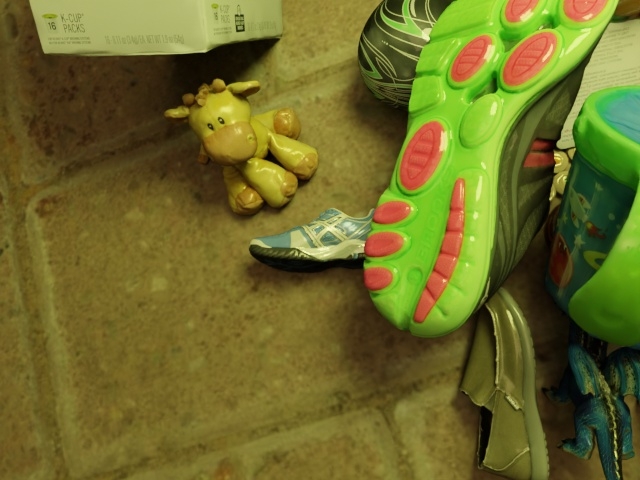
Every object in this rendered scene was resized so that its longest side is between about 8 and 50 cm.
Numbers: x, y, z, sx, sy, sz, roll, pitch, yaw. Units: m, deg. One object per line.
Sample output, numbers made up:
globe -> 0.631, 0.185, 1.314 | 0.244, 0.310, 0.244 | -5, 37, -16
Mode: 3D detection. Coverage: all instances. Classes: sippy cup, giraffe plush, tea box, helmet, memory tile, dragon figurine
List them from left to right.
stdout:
tea box -> -0.200, -0.426, 0.585 | 0.219, 0.329, 0.324 | 3, 118, 10
giraffe plush -> -0.120, -0.156, 0.661 | 0.181, 0.170, 0.210 | -45, 76, 0
helmet -> 0.137, -0.265, 0.642 | 0.169, 0.169, 0.162 | 7, 64, 11
memory tile -> 0.336, -0.133, 0.659 | 0.113, 0.012, 0.148 | -19, 77, 6
dragon figurine -> 0.321, 0.169, 0.511 | 0.085, 0.289, 0.144 | 4, 118, 13
sippy cup -> 0.356, -0.013, 0.471 | 0.304, 0.224, 0.240 | -5, 40, -10

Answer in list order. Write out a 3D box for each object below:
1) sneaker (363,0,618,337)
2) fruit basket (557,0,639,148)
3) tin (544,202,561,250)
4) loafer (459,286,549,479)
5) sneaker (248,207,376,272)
sneaker -> 0.203, -0.116, 0.551 | 0.185, 0.202, 0.484 | 27, 94, 34
fruit basket -> 0.460, -0.327, 0.586 | 0.326, 0.165, 0.354 | -12, 115, 5
tin -> 0.410, -0.007, 0.612 | 0.189, 0.040, 0.106 | 6, 85, 11
loafer -> 0.224, 0.180, 0.578 | 0.087, 0.094, 0.252 | -7, 76, 8
sneaker -> 0.000, 0.000, 0.666 | 0.210, 0.080, 0.082 | -2, 73, 0
